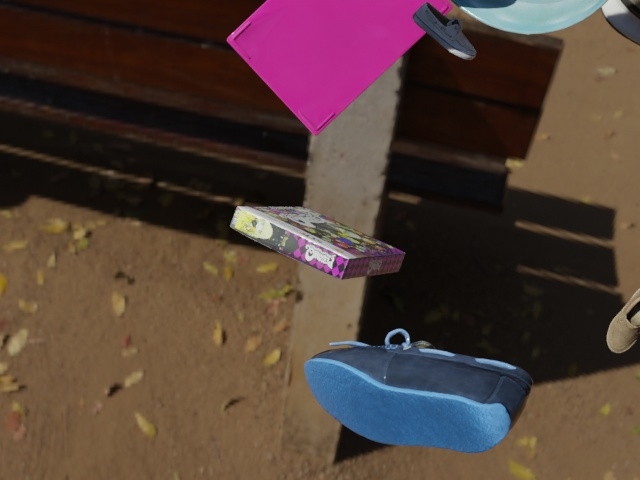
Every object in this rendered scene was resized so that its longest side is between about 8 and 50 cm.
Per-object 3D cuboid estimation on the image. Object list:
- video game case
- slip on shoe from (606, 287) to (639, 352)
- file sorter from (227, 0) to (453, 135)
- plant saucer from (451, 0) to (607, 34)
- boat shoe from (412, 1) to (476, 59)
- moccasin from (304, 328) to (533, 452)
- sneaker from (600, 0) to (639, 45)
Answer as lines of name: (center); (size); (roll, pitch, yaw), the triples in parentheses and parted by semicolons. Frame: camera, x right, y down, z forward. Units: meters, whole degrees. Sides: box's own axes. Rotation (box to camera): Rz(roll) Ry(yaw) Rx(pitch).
video game case: (0.000, 0.000, 1.722); (0.210, 0.042, 0.232); (26, 12, 24)
slip on shoe: (0.528, 0.138, 1.819); (0.051, 0.135, 0.041); (34, 28, 9)
file sorter: (0.028, -0.340, 1.725); (0.202, 0.290, 0.182); (47, 3, -5)
plant saucer: (0.228, -0.394, 1.218); (0.317, 0.318, 0.043); (34, 46, 25)
boat shoe: (0.170, -0.279, 1.416); (0.100, 0.035, 0.035); (37, 36, -7)
moccasin: (0.125, 0.195, 1.373); (0.342, 0.138, 0.117); (10, 37, 46)
sneaker: (0.636, -0.307, 1.500); (0.447, 0.257, 0.169); (26, 71, -5)
